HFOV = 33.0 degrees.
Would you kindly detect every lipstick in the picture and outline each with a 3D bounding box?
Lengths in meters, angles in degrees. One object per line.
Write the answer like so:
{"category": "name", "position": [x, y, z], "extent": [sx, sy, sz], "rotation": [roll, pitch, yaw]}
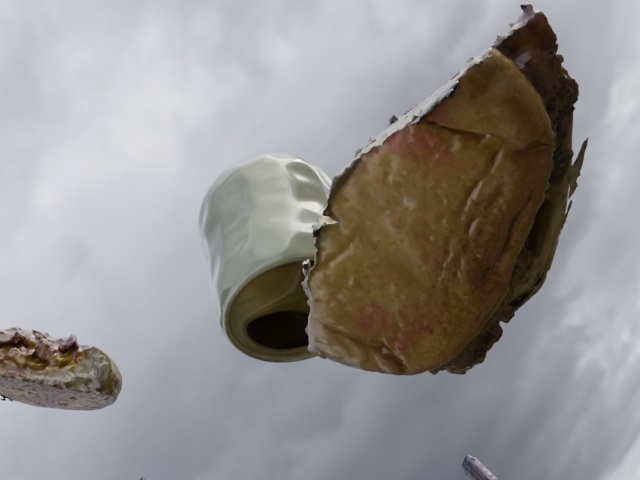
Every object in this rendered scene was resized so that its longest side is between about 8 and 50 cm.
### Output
{"category": "lipstick", "position": [0.192, 0.265, 1.029], "extent": [0.027, 0.176, 0.027], "rotation": [-17, -55, -26]}

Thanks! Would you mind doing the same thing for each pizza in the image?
{"category": "pizza", "position": [-0.364, 0.151, 1.334], "extent": [0.289, 0.229, 0.081], "rotation": [-22, 54, 60]}

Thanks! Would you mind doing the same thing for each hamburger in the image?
{"category": "hamburger", "position": [0.089, -0.014, 0.807], "extent": [0.282, 0.245, 0.155], "rotation": [-21, 18, 32]}

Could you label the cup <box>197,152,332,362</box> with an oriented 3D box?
{"category": "cup", "position": [-0.013, -0.010, 1.214], "extent": [0.255, 0.202, 0.173], "rotation": [-35, -50, 15]}

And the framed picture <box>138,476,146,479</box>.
{"category": "framed picture", "position": [-0.169, 0.409, 1.086], "extent": [0.209, 0.281, 0.019], "rotation": [-41, 1, -4]}
